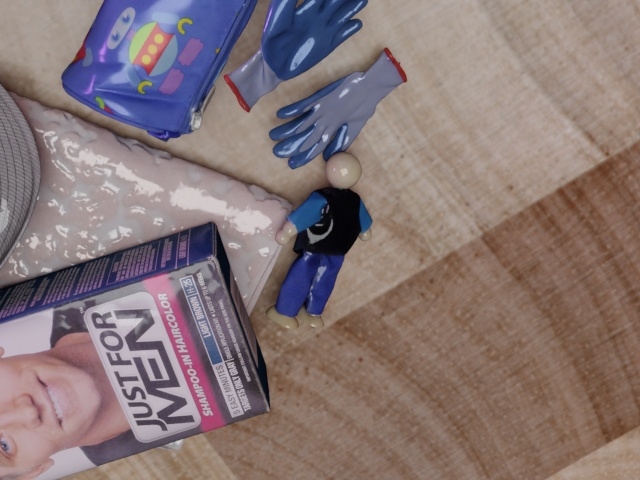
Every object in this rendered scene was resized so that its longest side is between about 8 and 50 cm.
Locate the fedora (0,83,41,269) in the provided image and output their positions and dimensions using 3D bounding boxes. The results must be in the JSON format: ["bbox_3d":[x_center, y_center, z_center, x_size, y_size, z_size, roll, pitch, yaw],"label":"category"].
[{"bbox_3d":[-0.393,-0.041,0.691,0.275,0.124,0.244,-35,79,13],"label":"fedora"}]

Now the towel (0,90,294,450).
[{"bbox_3d":[-0.236,0.044,0.827,0.331,0.053,0.317,21,105,-14],"label":"towel"}]

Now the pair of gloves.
[{"bbox_3d":[-0.003,-0.158,0.760,0.159,0.023,0.198,-41,139,-1],"label":"pair of gloves"}]

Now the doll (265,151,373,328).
[{"bbox_3d":[0.000,0.000,0.830,0.129,0.046,0.189,3,113,-44],"label":"doll"}]

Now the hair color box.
[{"bbox_3d":[-0.238,0.123,0.772,0.347,0.105,0.174,-18,111,-1],"label":"hair color box"}]

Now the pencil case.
[{"bbox_3d":[-0.107,-0.229,0.710,0.133,0.119,0.306,32,103,1],"label":"pencil case"}]
